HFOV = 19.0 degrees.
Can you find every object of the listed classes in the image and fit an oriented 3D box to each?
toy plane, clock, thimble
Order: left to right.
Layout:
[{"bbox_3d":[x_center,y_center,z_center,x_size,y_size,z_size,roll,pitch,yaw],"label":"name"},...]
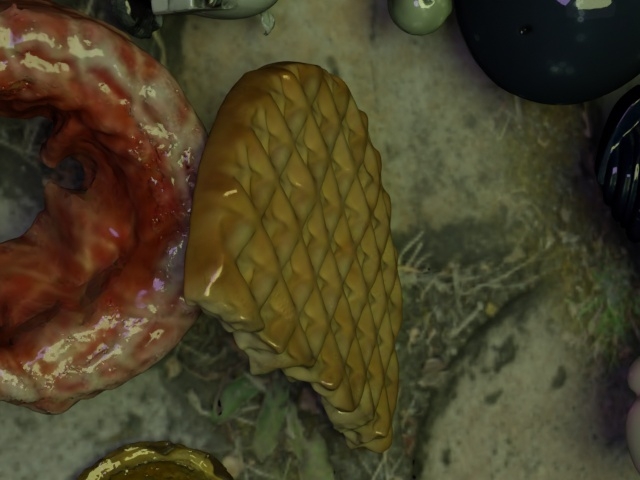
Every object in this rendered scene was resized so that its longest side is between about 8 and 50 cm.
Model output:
[{"bbox_3d":[-0.173,-0.024,1.093,0.239,0.162,0.239,-4,103,-18],"label":"thimble"},{"bbox_3d":[-0.092,-0.172,1.118,0.182,0.273,0.107,-2,95,16],"label":"toy plane"},{"bbox_3d":[0.127,-0.197,1.242,0.243,0.146,0.199,46,73,-7],"label":"clock"}]

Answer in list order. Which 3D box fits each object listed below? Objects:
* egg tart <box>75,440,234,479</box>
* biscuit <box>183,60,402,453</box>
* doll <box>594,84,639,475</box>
[{"bbox_3d":[-0.100,0.188,1.196,0.128,0.049,0.129,0,91,-22],"label":"egg tart"},{"bbox_3d":[0.000,0.000,1.142,0.040,0.309,0.205,-2,68,19],"label":"biscuit"},{"bbox_3d":[0.321,0.005,1.266,0.284,0.240,0.310,4,103,3],"label":"doll"}]
